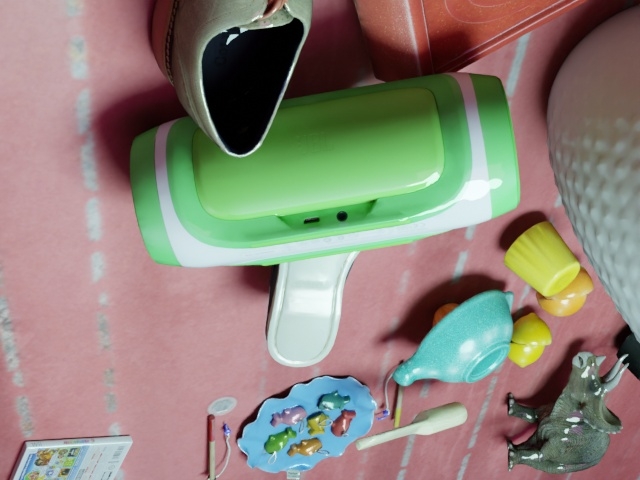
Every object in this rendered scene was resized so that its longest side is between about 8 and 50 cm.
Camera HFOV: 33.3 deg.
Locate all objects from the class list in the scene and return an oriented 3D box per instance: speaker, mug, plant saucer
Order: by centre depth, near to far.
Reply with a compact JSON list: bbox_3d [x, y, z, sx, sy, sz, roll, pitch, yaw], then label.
[{"bbox_3d":[0.148,-0.225,0.809,0.258,0.047,0.259,-29,157,0],"label":"plant saucer"},{"bbox_3d":[0.004,-0.056,0.867,0.297,0.131,0.131,-9,142,5],"label":"speaker"},{"bbox_3d":[0.383,-0.036,0.994,0.276,0.328,0.374,-39,141,16],"label":"mug"}]

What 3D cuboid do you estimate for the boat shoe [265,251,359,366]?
[{"bbox_3d":[0.000,0.000,1.014,0.095,0.079,0.254,3,121,-13],"label":"boat shoe"}]

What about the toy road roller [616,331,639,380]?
[{"bbox_3d":[0.535,0.102,1.359,0.241,0.202,0.329,-34,149,-10],"label":"toy road roller"}]

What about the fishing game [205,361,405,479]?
[{"bbox_3d":[-0.013,0.239,1.325,0.264,0.041,0.189,-11,137,-18],"label":"fishing game"}]

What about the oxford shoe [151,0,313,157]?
[{"bbox_3d":[-0.036,-0.209,0.712,0.123,0.130,0.348,-10,140,-19],"label":"oxford shoe"}]

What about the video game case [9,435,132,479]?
[{"bbox_3d":[-0.282,0.252,1.207,0.122,0.011,0.087,3,134,-33],"label":"video game case"}]

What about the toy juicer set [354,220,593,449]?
[{"bbox_3d":[0.182,0.120,1.268,0.329,0.089,0.209,-46,152,11],"label":"toy juicer set"}]

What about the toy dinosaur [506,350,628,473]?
[{"bbox_3d":[0.341,0.281,1.497,0.160,0.121,0.313,-1,142,9],"label":"toy dinosaur"}]
